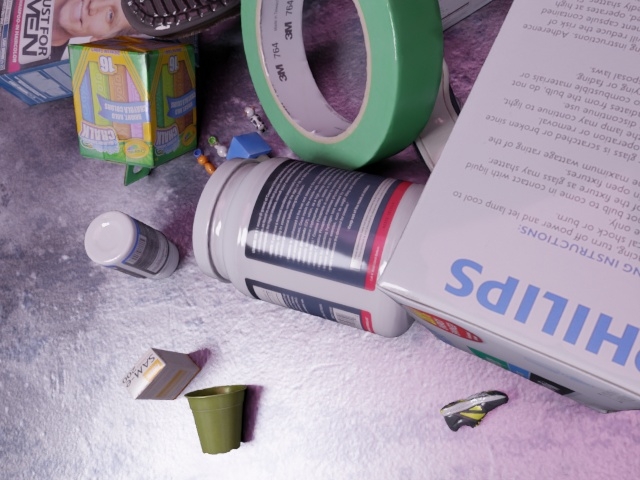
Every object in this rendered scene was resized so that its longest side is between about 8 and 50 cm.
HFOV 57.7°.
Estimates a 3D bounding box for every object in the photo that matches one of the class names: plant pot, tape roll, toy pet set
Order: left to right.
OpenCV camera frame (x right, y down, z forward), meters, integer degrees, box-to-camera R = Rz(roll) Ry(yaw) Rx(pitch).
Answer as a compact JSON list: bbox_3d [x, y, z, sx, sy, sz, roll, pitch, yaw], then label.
[{"bbox_3d":[-0.136,0.239,0.773,0.084,0.083,0.079,-8,84,14],"label":"plant pot"},{"bbox_3d":[-0.134,-0.148,0.887,0.122,0.065,0.114,-41,67,2],"label":"toy pet set"},{"bbox_3d":[0.013,-0.250,0.746,0.077,0.321,0.321,-25,64,-30],"label":"tape roll"}]

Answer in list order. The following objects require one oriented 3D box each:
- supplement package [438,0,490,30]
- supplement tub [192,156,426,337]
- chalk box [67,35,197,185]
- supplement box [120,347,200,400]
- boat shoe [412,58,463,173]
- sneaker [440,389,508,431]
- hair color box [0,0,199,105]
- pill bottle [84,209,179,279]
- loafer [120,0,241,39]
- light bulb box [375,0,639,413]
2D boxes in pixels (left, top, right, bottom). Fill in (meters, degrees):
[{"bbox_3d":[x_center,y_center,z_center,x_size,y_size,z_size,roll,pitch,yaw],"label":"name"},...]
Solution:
[{"bbox_3d":[0.149,-0.456,0.784,0.198,0.263,0.199,-31,67,6],"label":"supplement package"},{"bbox_3d":[0.000,0.000,0.735,0.273,0.191,0.191,14,79,19],"label":"supplement tub"},{"bbox_3d":[-0.275,-0.188,0.880,0.132,0.132,0.212,10,117,15],"label":"chalk box"},{"bbox_3d":[-0.217,0.184,0.796,0.036,0.098,0.062,41,88,23],"label":"supplement box"},{"bbox_3d":[0.154,-0.172,0.800,0.095,0.079,0.254,-27,71,5],"label":"boat shoe"},{"bbox_3d":[0.190,0.208,0.708,0.083,0.031,0.035,-21,83,14],"label":"sneaker"},{"bbox_3d":[-0.388,-0.362,1.005,0.348,0.105,0.173,-8,73,14],"label":"hair color box"},{"bbox_3d":[-0.267,0.012,0.841,0.078,0.137,0.078,-4,74,15],"label":"pill bottle"},{"bbox_3d":[-0.124,-0.404,0.894,0.366,0.130,0.133,-29,86,-8],"label":"loafer"},{"bbox_3d":[0.263,-0.039,0.578,0.226,0.358,0.360,23,83,23],"label":"light bulb box"}]
